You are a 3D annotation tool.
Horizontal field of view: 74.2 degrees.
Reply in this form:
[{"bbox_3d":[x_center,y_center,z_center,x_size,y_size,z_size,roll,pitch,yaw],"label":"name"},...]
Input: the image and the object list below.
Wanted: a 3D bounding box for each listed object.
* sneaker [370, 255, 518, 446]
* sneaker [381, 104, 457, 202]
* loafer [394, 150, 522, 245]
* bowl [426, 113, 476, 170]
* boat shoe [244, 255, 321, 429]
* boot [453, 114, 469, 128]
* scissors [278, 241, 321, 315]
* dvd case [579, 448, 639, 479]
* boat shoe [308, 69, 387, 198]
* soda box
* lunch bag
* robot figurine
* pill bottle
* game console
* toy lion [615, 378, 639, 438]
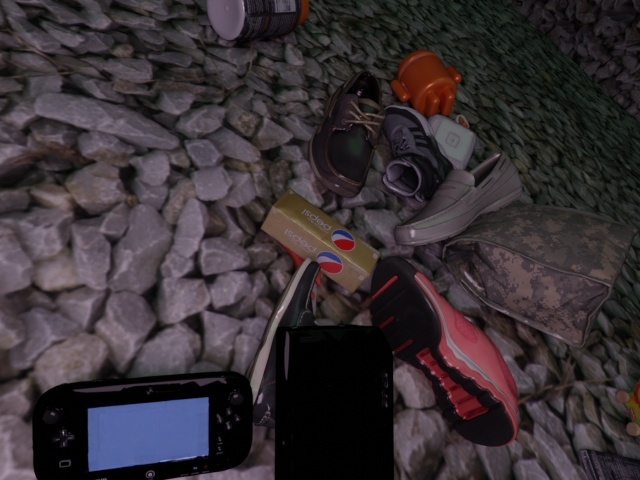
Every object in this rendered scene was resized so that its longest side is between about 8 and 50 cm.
[{"bbox_3d":[0.195,0.157,0.672,0.136,0.116,0.313,-23,76,-51],"label":"sneaker"},{"bbox_3d":[0.187,-0.195,0.929,0.153,0.101,0.268,-15,66,-40],"label":"sneaker"},{"bbox_3d":[0.269,-0.084,0.840,0.319,0.112,0.111,-27,104,-25],"label":"loafer"},{"bbox_3d":[0.305,-0.230,1.020,0.142,0.053,0.142,27,77,-4],"label":"bowl"},{"bbox_3d":[-0.037,0.127,0.558,0.079,0.084,0.233,24,54,-7],"label":"boat shoe"},{"bbox_3d":[0.343,-0.260,1.088,0.059,0.084,0.158,26,48,-14],"label":"boot"},{"bbox_3d":[-0.008,0.072,0.661,0.109,0.021,0.297,6,51,-29],"label":"scissors"},{"bbox_3d":[0.533,0.443,0.686,0.221,0.018,0.164,17,47,-17],"label":"dvd case"},{"bbox_3d":[0.062,-0.240,0.873,0.132,0.130,0.355,19,48,-16],"label":"boat shoe"},{"bbox_3d":[0.000,0.000,0.669,0.181,0.061,0.058,35,46,-1],"label":"soda box"},{"bbox_3d":[0.409,0.033,0.826,0.287,0.168,0.235,26,41,32],"label":"lunch bag"},{"bbox_3d":[0.293,-0.434,1.166,0.128,0.158,0.219,18,44,-47],"label":"robot figurine"},{"bbox_3d":[-0.136,-0.554,1.009,0.130,0.130,0.246,48,46,11],"label":"pill bottle"},{"bbox_3d":[-0.091,0.202,0.441,0.362,0.044,0.213,1,86,-16],"label":"game console"},{"bbox_3d":[0.610,0.306,0.784,0.034,0.096,0.100,24,47,-12],"label":"toy lion"}]
